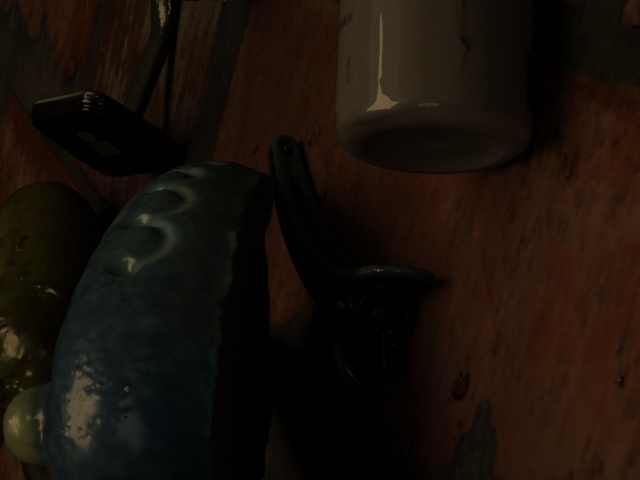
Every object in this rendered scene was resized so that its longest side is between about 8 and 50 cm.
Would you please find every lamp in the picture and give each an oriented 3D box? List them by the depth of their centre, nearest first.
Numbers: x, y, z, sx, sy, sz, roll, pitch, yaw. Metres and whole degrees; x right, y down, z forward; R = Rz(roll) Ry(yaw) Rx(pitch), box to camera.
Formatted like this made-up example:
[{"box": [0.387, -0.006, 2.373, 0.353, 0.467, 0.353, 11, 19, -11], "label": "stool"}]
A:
[{"box": [-0.143, -0.205, 1.277, 0.203, 0.124, 0.283, -1, 78, 46], "label": "lamp"}]

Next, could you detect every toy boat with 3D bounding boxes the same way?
[{"box": [-0.098, 0.070, 0.859, 0.330, 0.123, 0.215, -77, -11, -66], "label": "toy boat"}]

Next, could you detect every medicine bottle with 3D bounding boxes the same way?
[{"box": [0.061, -0.126, 0.748, 0.105, 0.105, 0.168, 155, 120, -63], "label": "medicine bottle"}]

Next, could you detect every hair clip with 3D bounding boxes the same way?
[{"box": [0.000, 0.000, 0.917, 0.275, 0.048, 0.083, -127, 46, -60], "label": "hair clip"}]

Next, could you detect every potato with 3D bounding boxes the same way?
[{"box": [-0.261, 0.057, 1.387, 0.176, 0.141, 0.298, -50, 29, 29], "label": "potato"}]
